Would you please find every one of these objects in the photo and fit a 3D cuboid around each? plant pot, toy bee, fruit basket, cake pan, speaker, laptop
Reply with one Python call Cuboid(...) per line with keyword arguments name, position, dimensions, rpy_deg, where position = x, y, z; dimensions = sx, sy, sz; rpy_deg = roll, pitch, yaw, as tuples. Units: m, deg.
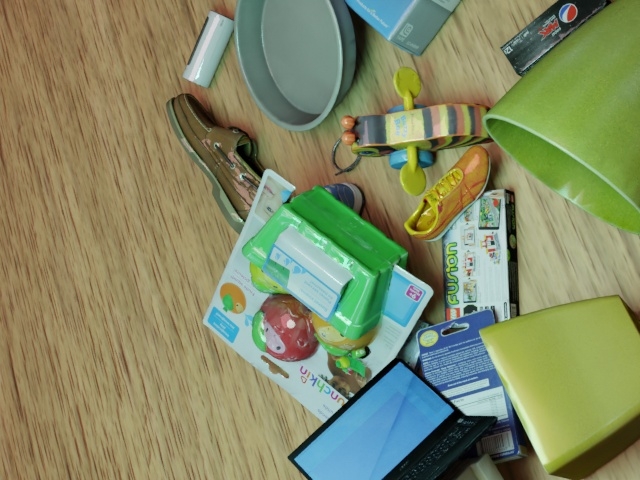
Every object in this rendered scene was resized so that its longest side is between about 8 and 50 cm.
Cuboid(name="plant pot", position=(0.367, 0.188, 1.595), dimensions=(0.187, 0.212, 0.212), rpy_deg=(-30, 67, 15))
Cuboid(name="toy bee", position=(0.113, -0.157, 1.840), dimensions=(0.298, 0.162, 0.195), rpy_deg=(-33, 68, 27))
Cuboid(name="fruit basket", position=(-0.025, 0.110, 1.848), dimensions=(0.327, 0.165, 0.353), rpy_deg=(38, 122, 15))
Cuboid(name="plant pot", position=(0.418, -0.205, 1.595), dimensions=(0.275, 0.275, 0.293), rpy_deg=(35, 89, 33))
Cuboid(name="cake pan", position=(-0.041, -0.332, 1.972), dimensions=(0.293, 0.054, 0.293), rpy_deg=(24, 122, 46))
Cuboid(name="speaker", position=(-0.205, -0.352, 2.154), dimensions=(0.055, 0.055, 0.136), rpy_deg=(31, 101, 34))
Cuboid(name="laptop", position=(0.094, 0.282, 1.646), dimensions=(0.234, 0.264, 0.136), rpy_deg=(-42, 88, -10))

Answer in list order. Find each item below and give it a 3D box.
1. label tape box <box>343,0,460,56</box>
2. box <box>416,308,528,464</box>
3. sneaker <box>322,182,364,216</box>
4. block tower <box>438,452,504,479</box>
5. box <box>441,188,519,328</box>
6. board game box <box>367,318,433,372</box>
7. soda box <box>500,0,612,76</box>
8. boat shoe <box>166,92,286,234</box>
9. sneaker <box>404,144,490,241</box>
Cuboid(name="label tape box", position=(0.162, -0.514, 1.890), dimensions=(0.347, 0.115, 0.249), rpy_deg=(-52, 58, 15))
Cuboid(name="box", position=(0.222, 0.225, 1.734), dimensions=(0.136, 0.036, 0.225), rpy_deg=(-20, 64, 28))
Cuboid(name="sneaker", position=(0.000, 0.000, 1.943), dimensions=(0.080, 0.081, 0.211), rpy_deg=(20, 96, 34))
Cuboid(name="block tower", position=(0.126, 0.401, 1.714), dimensions=(0.335, 0.097, 0.091), rpy_deg=(-28, 96, 46))
Cuboid(name="box", position=(0.244, 0.030, 1.796), dimensions=(0.114, 0.036, 0.207), rpy_deg=(-7, 79, 34))
Cuboid(name="board game box", position=(0.127, 0.162, 1.867), dimensions=(0.090, 0.020, 0.090), rpy_deg=(21, 95, 35))
Cuboid(name="soda box", position=(0.358, -0.316, 1.757), dimensions=(0.169, 0.053, 0.060), rpy_deg=(-39, 64, 25))
Cuboid(name="boat shoe", position=(-0.160, -0.153, 2.070), dimensions=(0.104, 0.111, 0.307), rpy_deg=(-39, 73, 20))
Cuboid(name="sneaker", position=(0.197, -0.070, 1.780), dimensions=(0.064, 0.067, 0.175), rpy_deg=(43, 106, 33))
